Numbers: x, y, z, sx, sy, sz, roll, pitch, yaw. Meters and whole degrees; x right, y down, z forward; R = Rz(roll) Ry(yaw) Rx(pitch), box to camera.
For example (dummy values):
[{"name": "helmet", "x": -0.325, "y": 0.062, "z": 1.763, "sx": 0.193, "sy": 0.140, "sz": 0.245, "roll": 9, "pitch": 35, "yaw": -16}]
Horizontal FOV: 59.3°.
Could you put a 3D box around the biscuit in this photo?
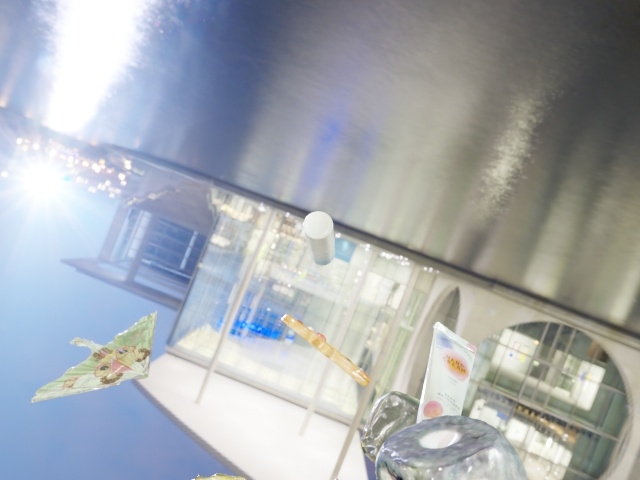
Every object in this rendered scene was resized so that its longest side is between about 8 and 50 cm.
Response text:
[{"name": "biscuit", "x": 0.014, "y": 0.251, "z": 1.319, "sx": 0.250, "sy": 0.036, "sz": 0.165, "roll": 39, "pitch": 171, "yaw": -3}]

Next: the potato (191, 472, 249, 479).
[{"name": "potato", "x": -0.242, "y": 0.734, "z": 1.439, "sx": 0.285, "sy": 0.243, "sz": 0.242, "roll": 4, "pitch": 178, "yaw": 6}]

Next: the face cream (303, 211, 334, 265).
[{"name": "face cream", "x": 0.000, "y": 0.000, "z": 1.515, "sx": 0.077, "sy": 0.077, "sz": 0.250, "roll": 22, "pitch": 164, "yaw": 9}]

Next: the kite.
[{"name": "kite", "x": -0.443, "y": 0.242, "z": 1.170, "sx": 0.267, "sy": 0.013, "sz": 0.323, "roll": 13, "pitch": -144, "yaw": 38}]

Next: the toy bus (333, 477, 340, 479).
[{"name": "toy bus", "x": 0.019, "y": 0.672, "z": 1.337, "sx": 0.089, "sy": 0.195, "sz": 0.081, "roll": 28, "pitch": 165, "yaw": 7}]

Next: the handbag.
[{"name": "handbag", "x": 0.303, "y": 0.606, "z": 1.672, "sx": 0.340, "sy": 0.247, "sz": 0.240, "roll": 27, "pitch": 169, "yaw": 21}]

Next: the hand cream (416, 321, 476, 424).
[{"name": "hand cream", "x": 0.281, "y": 0.328, "z": 1.256, "sx": 0.124, "sy": 0.078, "sz": 0.341, "roll": 33, "pitch": -137, "yaw": -3}]

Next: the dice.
[{"name": "dice", "x": 0.203, "y": 0.390, "z": 0.873, "sx": 0.181, "sy": 0.183, "sz": 0.182, "roll": -15, "pitch": -175, "yaw": -20}]
